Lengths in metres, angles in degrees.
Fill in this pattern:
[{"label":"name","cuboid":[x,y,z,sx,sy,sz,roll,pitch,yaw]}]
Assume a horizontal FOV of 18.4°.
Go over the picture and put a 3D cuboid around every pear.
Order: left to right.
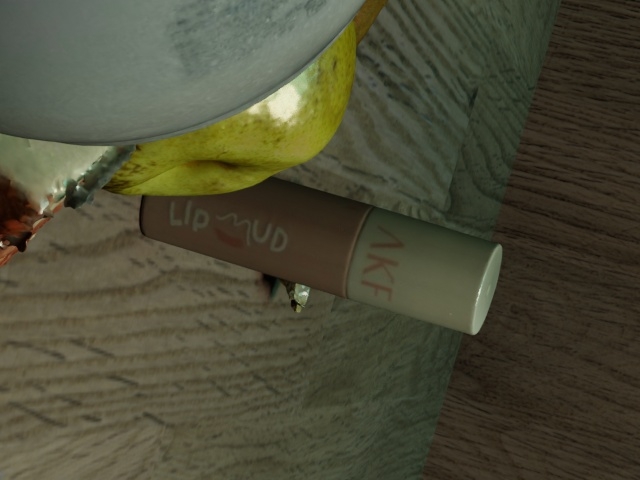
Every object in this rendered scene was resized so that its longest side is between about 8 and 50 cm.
[{"label":"pear","cuboid":[-0.079,-0.121,1.101,0.197,0.197,0.197,16,90,-77]}]

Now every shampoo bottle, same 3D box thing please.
[{"label":"shampoo bottle","cuboid":[-0.099,-0.193,0.746,0.266,0.273,0.273,71,37,-51]}]

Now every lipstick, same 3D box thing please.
[{"label":"lipstick","cuboid":[0.000,0.000,1.424,0.070,0.254,0.070,16,90,-77]}]

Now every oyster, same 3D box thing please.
[{"label":"oyster","cuboid":[-0.017,0.003,1.810,0.148,0.051,0.103,115,-3,-60]}]

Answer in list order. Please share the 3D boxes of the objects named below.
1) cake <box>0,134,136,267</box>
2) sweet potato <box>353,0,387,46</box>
[{"label":"cake","cuboid":[-0.207,-0.043,0.972,0.262,0.159,0.158,-39,-167,44]},{"label":"sweet potato","cuboid":[-0.032,-0.139,1.255,0.346,0.079,0.108,-14,-137,58]}]
